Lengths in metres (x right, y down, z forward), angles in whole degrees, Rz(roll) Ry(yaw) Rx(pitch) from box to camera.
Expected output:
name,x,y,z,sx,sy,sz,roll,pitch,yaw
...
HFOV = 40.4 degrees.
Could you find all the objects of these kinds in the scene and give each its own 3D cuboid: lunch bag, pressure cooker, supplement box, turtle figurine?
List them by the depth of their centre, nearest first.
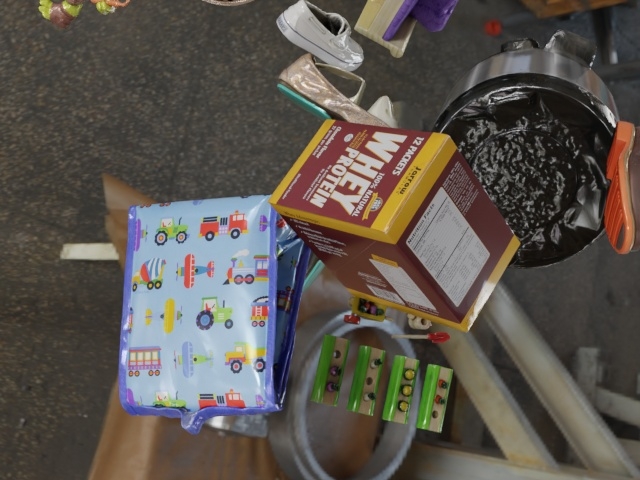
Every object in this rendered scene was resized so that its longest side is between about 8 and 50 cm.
name,x,y,z,sx,sy,sz,roll,pitch,yaw
supplement box,0.085,-0.020,0.992,0.129,0.191,0.194,-56,131,-17
lunch bag,-0.145,0.102,1.129,0.138,0.221,0.293,51,39,-58
turtle figurine,-0.351,-0.441,1.350,0.087,0.217,0.269,4,67,-50
pressure cooker,0.395,-0.183,1.668,0.375,0.370,0.420,64,22,-14

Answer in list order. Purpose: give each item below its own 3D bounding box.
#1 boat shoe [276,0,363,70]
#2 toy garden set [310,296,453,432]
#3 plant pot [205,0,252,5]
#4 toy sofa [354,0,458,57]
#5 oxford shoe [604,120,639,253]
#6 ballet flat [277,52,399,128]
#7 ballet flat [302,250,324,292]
name,x,y,z,sx,sy,sz,roll,pitch,yaw
boat shoe,0.021,-0.446,1.870,0.267,0.088,0.096,18,44,-47
toy garden set,0.121,0.189,1.414,0.244,0.049,0.203,18,77,-23
plant pot,-0.111,-0.398,1.190,0.165,0.167,0.167,-59,139,-79
toy sofa,0.226,-0.532,1.713,0.177,0.362,0.150,28,52,-7
oxford shoe,0.459,-0.079,1.228,0.271,0.098,0.097,-68,164,-44
ballet flat,0.062,-0.229,1.536,0.106,0.316,0.107,-49,165,-3
ballet flat,0.000,0.000,1.756,0.096,0.280,0.095,49,31,8
